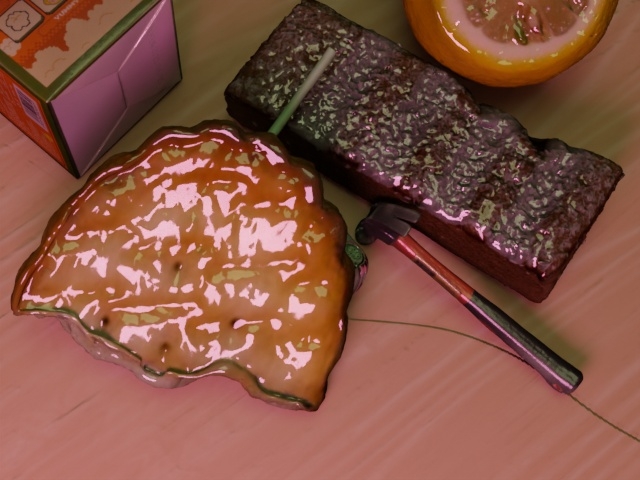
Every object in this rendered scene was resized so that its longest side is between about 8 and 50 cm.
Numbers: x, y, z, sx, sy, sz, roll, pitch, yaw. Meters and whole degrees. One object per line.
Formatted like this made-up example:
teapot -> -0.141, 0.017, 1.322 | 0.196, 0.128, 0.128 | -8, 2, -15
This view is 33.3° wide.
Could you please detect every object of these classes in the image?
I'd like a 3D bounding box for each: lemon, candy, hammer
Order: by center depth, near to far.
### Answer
candy -> -0.069, -0.081, 1.122 | 0.084, 0.078, 0.287 | 40, 100, 8
hammer -> 0.159, 0.061, 1.137 | 0.288, 0.111, 0.033 | 40, 72, 2
lemon -> 0.207, -0.292, 1.198 | 0.240, 0.219, 0.240 | 0, 104, -1

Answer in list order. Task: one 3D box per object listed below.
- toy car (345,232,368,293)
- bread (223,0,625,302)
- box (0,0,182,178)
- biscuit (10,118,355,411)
toy car -> 0.000, 0.000, 1.159 | 0.055, 0.069, 0.142 | -19, 67, -52
bread -> 0.108, -0.106, 1.177 | 0.417, 0.113, 0.165 | 31, 69, 9
box -> -0.263, -0.203, 1.144 | 0.148, 0.195, 0.177 | 39, 73, 11
biscuit -> -0.116, 0.054, 1.078 | 0.329, 0.078, 0.335 | -33, 106, 7
